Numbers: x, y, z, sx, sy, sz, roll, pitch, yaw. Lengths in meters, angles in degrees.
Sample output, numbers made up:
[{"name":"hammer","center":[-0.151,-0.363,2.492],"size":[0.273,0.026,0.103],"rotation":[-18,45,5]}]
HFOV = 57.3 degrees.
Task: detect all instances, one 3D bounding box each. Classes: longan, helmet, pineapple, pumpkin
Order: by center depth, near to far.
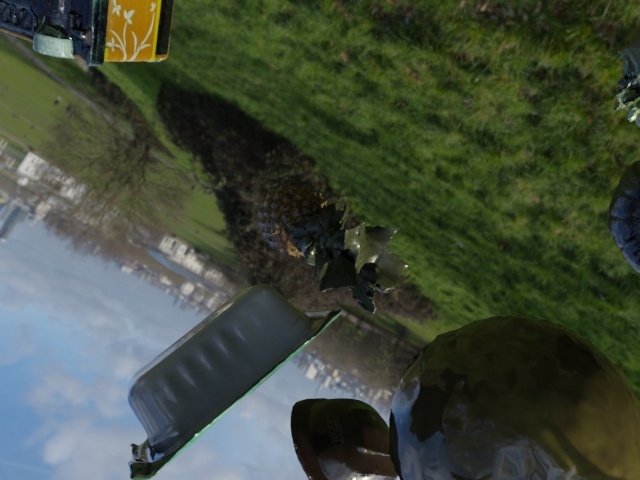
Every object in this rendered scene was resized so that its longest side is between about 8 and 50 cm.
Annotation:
[{"name":"pineapple","center":[0.000,0.000,0.814],"size":[0.277,0.130,0.119],"rotation":[29,149,58]},{"name":"pumpkin","center":[0.560,-0.041,0.889],"size":[0.247,0.248,0.248],"rotation":[27,169,6]},{"name":"longan","center":[0.305,0.310,0.930],"size":[0.390,0.391,0.391],"rotation":[27,169,6]},{"name":"helmet","center":[0.064,0.431,1.200],"size":[0.177,0.225,0.305],"rotation":[-17,142,4]}]

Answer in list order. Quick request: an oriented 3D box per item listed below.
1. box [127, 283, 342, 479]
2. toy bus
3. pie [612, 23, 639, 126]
[{"name":"box","center":[-0.156,0.173,0.853],"size":[0.106,0.336,0.264],"rotation":[53,160,-5]},{"name":"toy bus","center":[-0.374,-0.359,0.815],"size":[0.323,0.162,0.194],"rotation":[23,-155,19]},{"name":"pie","center":[0.483,-0.261,0.720],"size":[0.078,0.296,0.371],"rotation":[51,-155,19]}]
